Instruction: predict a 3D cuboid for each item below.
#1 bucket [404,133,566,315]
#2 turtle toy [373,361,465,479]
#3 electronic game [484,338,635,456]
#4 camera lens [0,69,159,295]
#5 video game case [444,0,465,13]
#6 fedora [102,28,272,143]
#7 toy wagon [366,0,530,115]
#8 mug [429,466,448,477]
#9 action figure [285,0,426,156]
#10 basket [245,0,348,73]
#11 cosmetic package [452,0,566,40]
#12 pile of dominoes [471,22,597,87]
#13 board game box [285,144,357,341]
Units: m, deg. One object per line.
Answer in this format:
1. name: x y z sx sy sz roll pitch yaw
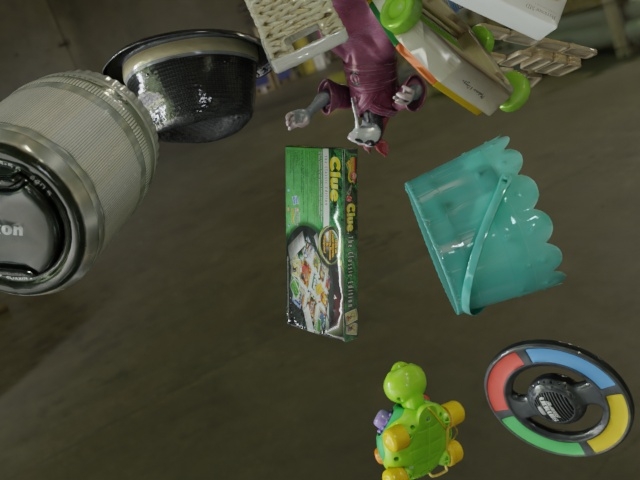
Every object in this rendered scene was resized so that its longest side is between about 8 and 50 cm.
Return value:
1. bucket: 0.267 -0.017 1.535 0.183 0.281 0.281 -22 15 4
2. turtle toy: 0.092 0.185 0.937 0.095 0.130 0.066 -16 28 -29
3. electronic game: 0.362 0.244 1.421 0.229 0.229 0.048 -9 29 36
4. camera lens: -0.341 -0.078 1.167 0.219 0.219 0.274 -15 25 20
5. video game case: 0.221 -0.618 1.893 0.300 0.329 0.036 -30 19 -15
6. fedora: -0.242 -0.275 1.753 0.334 0.153 0.334 -7 -12 -2
7. toy wagon: 0.151 -0.312 1.294 0.068 0.267 0.344 -45 45 23
8. mug: 0.214 0.414 1.799 0.064 0.062 0.078 -21 58 -11
9. action figure: 0.082 -0.332 1.724 0.248 0.370 0.276 6 37 18
10. basket: -0.040 -0.313 1.287 0.113 0.103 0.167 -25 22 2
11. cosmetic package: 0.169 -0.323 1.050 0.239 0.099 0.060 22 -5 -7
12. pile of dominoes: 0.312 -0.316 1.540 0.251 0.040 0.196 6 -11 -26
13. board game box: 0.000 0.000 1.283 0.030 0.260 0.136 -6 11 -35
